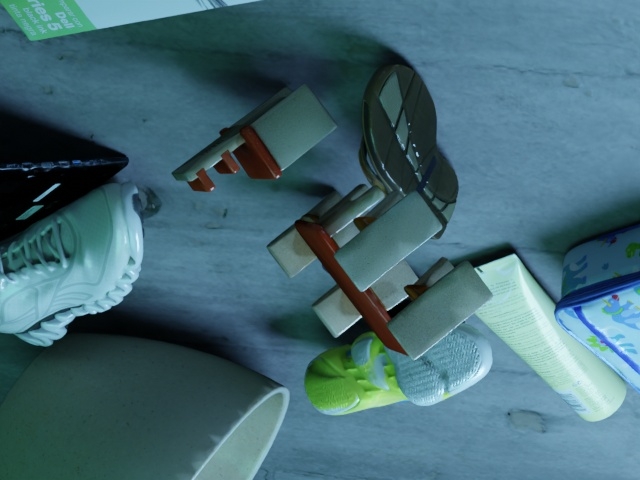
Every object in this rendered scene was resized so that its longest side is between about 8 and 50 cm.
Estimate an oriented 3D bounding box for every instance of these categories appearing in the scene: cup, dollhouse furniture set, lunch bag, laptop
[{"bbox_3d":[-0.224,0.235,2.122,0.237,0.331,0.331,33,147,11],"label":"cup"},{"bbox_3d":[0.000,0.000,1.751,0.259,0.135,0.262,53,169,-11],"label":"dollhouse furniture set"},{"bbox_3d":[0.345,0.076,1.908,0.176,0.090,0.219,-17,136,38],"label":"lunch bag"},{"bbox_3d":[-0.369,-0.081,1.895,0.264,0.137,0.234,-6,162,-43],"label":"laptop"}]

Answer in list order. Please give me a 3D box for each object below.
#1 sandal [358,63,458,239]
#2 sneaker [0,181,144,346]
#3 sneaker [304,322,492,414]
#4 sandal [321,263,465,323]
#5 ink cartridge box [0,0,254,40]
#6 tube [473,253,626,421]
[{"bbox_3d":[0.072,-0.079,1.778,0.060,0.090,0.219,18,159,29],"label":"sandal"},{"bbox_3d":[-0.274,0.027,1.952,0.118,0.110,0.292,7,150,-35],"label":"sneaker"},{"bbox_3d":[0.101,0.125,2.031,0.240,0.091,0.126,-12,176,40],"label":"sneaker"},{"bbox_3d":[0.077,0.058,1.988,0.179,0.040,0.067,31,142,-28],"label":"sandal"},{"bbox_3d":[-0.102,-0.272,1.425,0.273,0.198,0.115,-6,142,23],"label":"ink cartridge box"},{"bbox_3d":[0.228,0.096,1.998,0.070,0.062,0.240,-47,122,0],"label":"tube"}]
